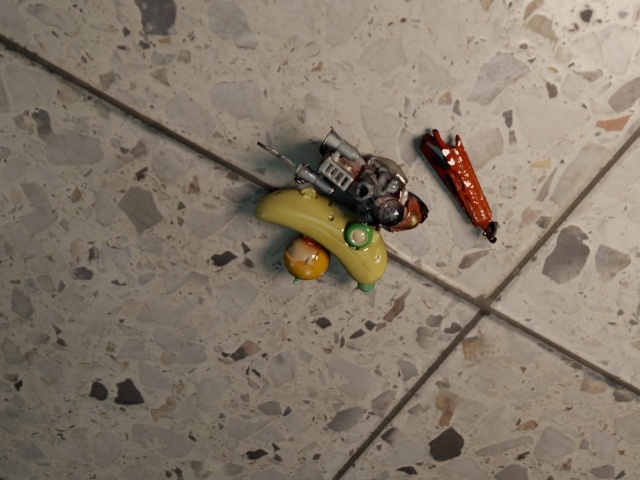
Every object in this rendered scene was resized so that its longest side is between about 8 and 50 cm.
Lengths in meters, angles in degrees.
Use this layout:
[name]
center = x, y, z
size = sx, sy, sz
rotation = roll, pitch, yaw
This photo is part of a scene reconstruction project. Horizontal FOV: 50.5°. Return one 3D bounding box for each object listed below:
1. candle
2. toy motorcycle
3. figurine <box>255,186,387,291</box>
[candle]
center = 0.311, -0.112, 1.475
size = 0.084, 0.059, 0.302
rotation = -21, 112, 29
[toy motorcycle]
center = 0.064, -0.131, 1.405
size = 0.401, 0.207, 0.134
rotation = 34, 112, -12
[figurine]
center = 0.000, 0.000, 1.533
size = 0.324, 0.124, 0.222
rotation = 24, 121, -4
